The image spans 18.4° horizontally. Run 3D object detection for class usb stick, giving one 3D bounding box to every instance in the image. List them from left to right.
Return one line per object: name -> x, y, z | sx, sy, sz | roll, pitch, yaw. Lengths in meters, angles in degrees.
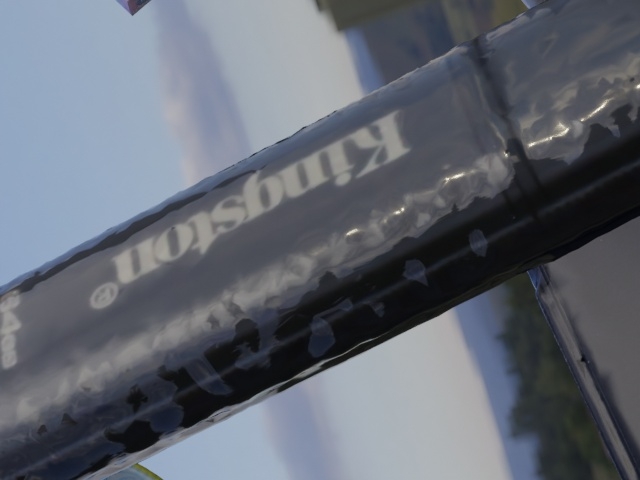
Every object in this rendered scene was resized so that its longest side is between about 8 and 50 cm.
usb stick -> 0.000, 0.000, 0.553 | 0.045, 0.278, 0.077 | 51, -164, -47

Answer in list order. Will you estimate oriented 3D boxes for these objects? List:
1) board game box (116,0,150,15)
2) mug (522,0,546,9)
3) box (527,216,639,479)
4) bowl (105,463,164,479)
board game box -> -0.106, -0.189, 1.149 | 0.090, 0.090, 0.020 | 44, 167, 21
mug -> 0.123, -0.166, 0.734 | 0.150, 0.113, 0.169 | 144, 130, -68
box -> 0.248, 0.032, 0.723 | 0.073, 0.295, 0.293 | 37, -153, -57
bowl -> -0.200, 0.273, 1.304 | 0.156, 0.289, 0.290 | -10, 98, 71
